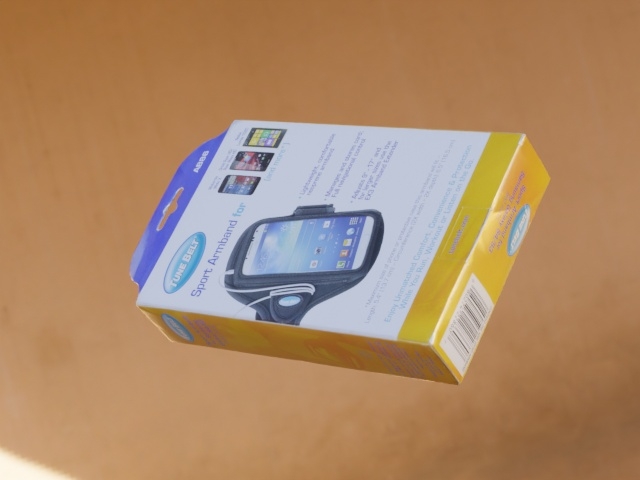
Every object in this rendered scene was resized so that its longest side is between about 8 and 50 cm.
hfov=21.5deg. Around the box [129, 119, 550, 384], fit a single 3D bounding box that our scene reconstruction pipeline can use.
[{"bbox_3d":[0.000,0.000,0.558,0.136,0.028,0.081,5,57,39],"label":"box"}]
